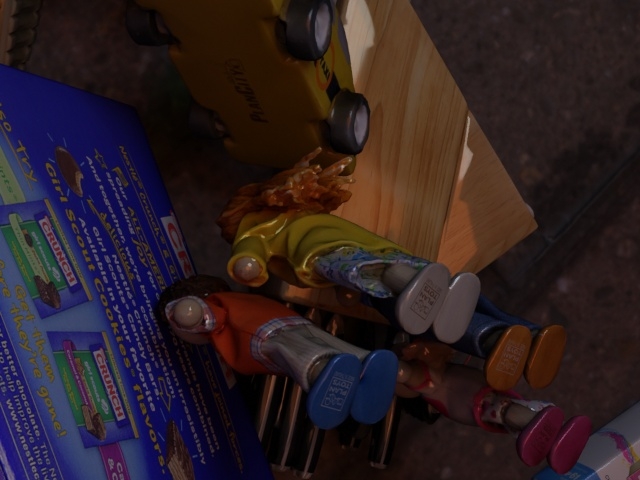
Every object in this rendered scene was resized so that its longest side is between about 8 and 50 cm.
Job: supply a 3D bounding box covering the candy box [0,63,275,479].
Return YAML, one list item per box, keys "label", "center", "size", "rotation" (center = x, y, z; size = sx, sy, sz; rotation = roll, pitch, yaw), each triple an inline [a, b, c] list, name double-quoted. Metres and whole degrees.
- label: "candy box"
  center: [-0.143, 0.059, 0.577]
  size: [0.122, 0.317, 0.268]
  rotation: [-23, 85, 11]

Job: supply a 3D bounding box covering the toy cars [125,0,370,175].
- label: "toy cars"
  center: [-0.113, -0.157, 0.602]
  size: [0.394, 0.176, 0.087]
  rotation: [27, 65, -26]

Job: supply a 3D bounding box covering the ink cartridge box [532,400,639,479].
- label: "ink cartridge box"
  center: [0.228, 0.176, 0.851]
  size: [0.122, 0.052, 0.088]
  rotation: [-32, 99, -15]

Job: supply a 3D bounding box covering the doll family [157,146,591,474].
- label: "doll family"
  center: [0.035, 0.029, 0.629]
  size: [0.263, 0.163, 0.118]
  rotation: [22, 90, -44]

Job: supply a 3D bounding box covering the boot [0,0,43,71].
- label: "boot"
  center: [-0.269, -0.206, 0.697]
  size: [0.207, 0.090, 0.248]
  rotation: [1, 93, -4]

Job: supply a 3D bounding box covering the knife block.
- label: "knife block"
  center: [0.000, 0.000, 0.761]
  size: [0.242, 0.088, 0.275]
  rotation: [-34, 100, -14]
